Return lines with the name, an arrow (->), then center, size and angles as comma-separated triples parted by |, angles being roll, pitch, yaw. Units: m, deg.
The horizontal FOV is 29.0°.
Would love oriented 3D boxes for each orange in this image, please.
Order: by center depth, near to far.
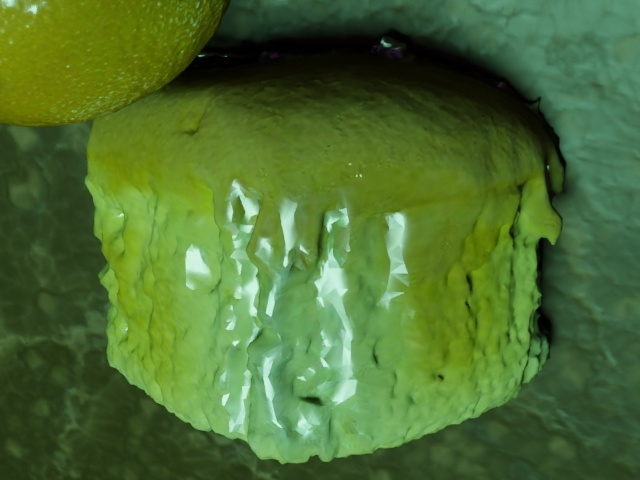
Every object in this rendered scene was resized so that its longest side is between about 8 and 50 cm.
orange -> -0.137, -0.148, 0.599 | 0.206, 0.206, 0.206 | 9, 120, 15

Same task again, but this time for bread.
bread -> 0.000, 0.000, 0.652 | 0.262, 0.162, 0.204 | -1, 106, 4
